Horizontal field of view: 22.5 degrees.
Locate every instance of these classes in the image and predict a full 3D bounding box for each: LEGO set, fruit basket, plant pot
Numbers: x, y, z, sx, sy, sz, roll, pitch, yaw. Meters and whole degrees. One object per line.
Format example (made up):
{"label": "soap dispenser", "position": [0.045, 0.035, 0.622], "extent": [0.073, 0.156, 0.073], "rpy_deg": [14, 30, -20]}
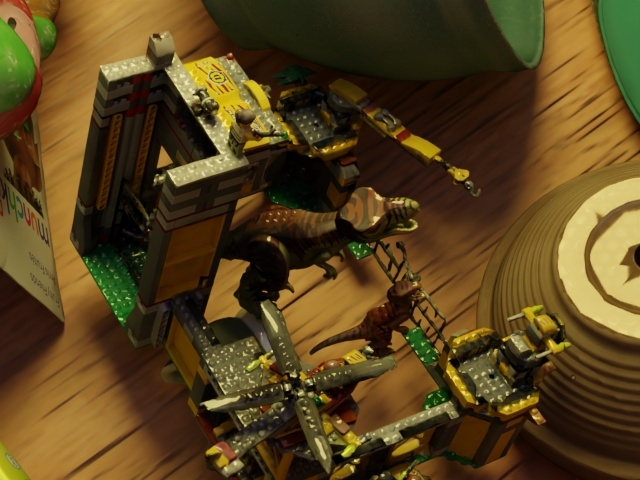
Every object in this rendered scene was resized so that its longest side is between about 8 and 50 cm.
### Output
{"label": "LEGO set", "position": [0.000, 0.000, 0.957], "extent": [0.255, 0.192, 0.331], "rpy_deg": [-11, 56, -24]}
{"label": "fruit basket", "position": [-0.213, -0.160, 0.980], "extent": [0.165, 0.327, 0.353], "rpy_deg": [-18, 68, 2]}
{"label": "plant pot", "position": [0.214, 0.034, 1.023], "extent": [0.237, 0.109, 0.237], "rpy_deg": [-6, 60, 10]}
{"label": "plant pot", "position": [0.016, -0.235, 1.080], "extent": [0.196, 0.293, 0.293], "rpy_deg": [-12, 67, 18]}

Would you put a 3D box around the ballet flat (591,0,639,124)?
{"label": "ballet flat", "position": [0.247, -0.210, 1.170], "extent": [0.123, 0.123, 0.348], "rpy_deg": [-19, 73, -13]}

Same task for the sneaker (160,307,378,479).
{"label": "sneaker", "position": [-0.031, 0.132, 1.019], "extent": [0.086, 0.064, 0.192], "rpy_deg": [-26, 66, -18]}

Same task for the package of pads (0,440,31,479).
{"label": "package of pads", "position": [-0.298, 0.219, 0.938], "extent": [0.296, 0.101, 0.229], "rpy_deg": [-37, 77, -19]}
